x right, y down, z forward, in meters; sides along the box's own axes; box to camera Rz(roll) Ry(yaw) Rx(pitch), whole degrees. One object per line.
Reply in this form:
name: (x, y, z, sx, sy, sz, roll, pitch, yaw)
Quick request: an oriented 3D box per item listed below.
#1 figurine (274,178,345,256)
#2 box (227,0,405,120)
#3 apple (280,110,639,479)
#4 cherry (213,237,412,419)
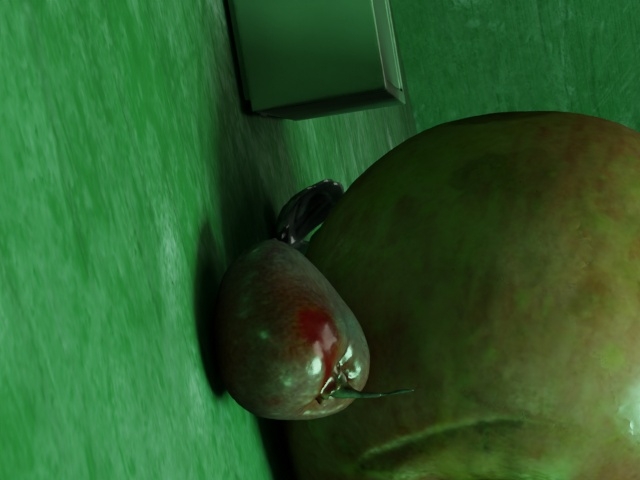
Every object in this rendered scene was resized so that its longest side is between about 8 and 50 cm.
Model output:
figurine: (0.000, 0.000, 1.262, 0.082, 0.094, 0.086, 42, -44, 23)
box: (-0.009, -0.220, 1.314, 0.225, 0.117, 0.224, -17, 97, -83)
apple: (0.145, 0.078, 1.148, 0.364, 0.364, 0.363, -10, 90, -82)
cherry: (-0.020, 0.065, 0.978, 0.106, 0.087, 0.126, 36, 16, -38)
